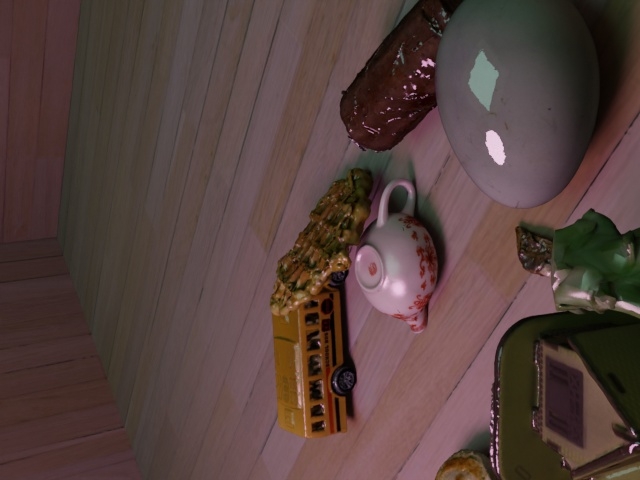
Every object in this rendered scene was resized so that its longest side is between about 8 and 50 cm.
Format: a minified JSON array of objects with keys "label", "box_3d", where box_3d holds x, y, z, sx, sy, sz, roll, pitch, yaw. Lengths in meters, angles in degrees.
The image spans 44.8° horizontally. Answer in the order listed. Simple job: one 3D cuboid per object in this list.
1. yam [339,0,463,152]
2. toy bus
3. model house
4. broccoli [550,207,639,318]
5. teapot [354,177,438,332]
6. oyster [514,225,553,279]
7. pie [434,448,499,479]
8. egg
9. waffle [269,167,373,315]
[{"label":"yam","box_3d":[0.134,-0.246,1.090,0.279,0.131,0.131,-45,58,52]},{"label":"toy bus","box_3d":[-0.020,0.188,1.433,0.121,0.123,0.335,3,98,56]},{"label":"model house","box_3d":[0.323,0.190,0.730,0.279,0.218,0.204,-154,59,-68]},{"label":"broccoli","box_3d":[0.340,0.018,0.673,0.270,0.270,0.270,-7,91,17]},{"label":"teapot","box_3d":[0.117,0.025,1.208,0.159,0.116,0.245,-151,65,-66]},{"label":"oyster","box_3d":[0.275,0.018,1.000,0.093,0.034,0.051,34,117,56]},{"label":"pie","box_3d":[0.239,0.417,1.093,0.201,0.090,0.248,122,132,-61]},{"label":"egg","box_3d":[0.226,-0.167,0.894,0.183,0.183,0.264,8,111,58]},{"label":"waffle","box_3d":[0.002,0.001,1.298,0.291,0.051,0.291,-53,15,22]}]
